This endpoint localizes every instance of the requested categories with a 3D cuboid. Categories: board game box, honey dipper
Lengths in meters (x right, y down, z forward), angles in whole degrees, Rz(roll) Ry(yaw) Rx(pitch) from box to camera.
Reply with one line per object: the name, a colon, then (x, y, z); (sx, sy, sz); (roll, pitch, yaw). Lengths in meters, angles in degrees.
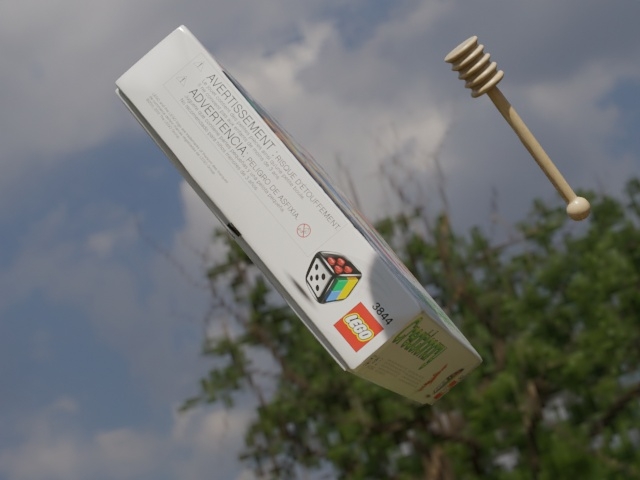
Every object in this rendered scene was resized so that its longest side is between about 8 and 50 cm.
board game box: (0.000, 0.000, 0.976); (0.053, 0.193, 0.305); (-40, -13, 3)
honey dipper: (0.152, -0.081, 1.267); (0.030, 0.161, 0.030); (-38, 10, 7)
